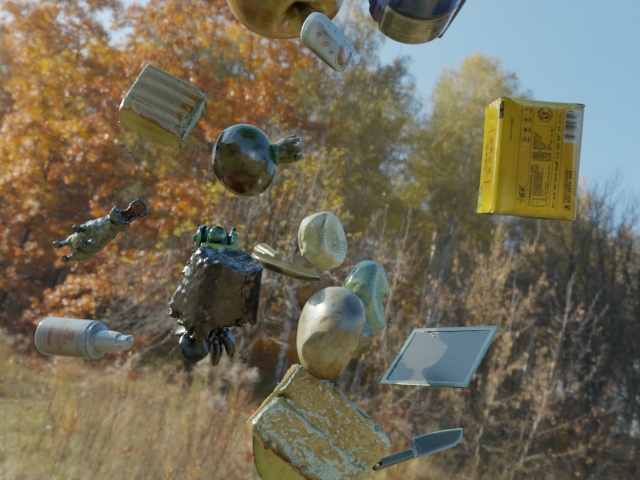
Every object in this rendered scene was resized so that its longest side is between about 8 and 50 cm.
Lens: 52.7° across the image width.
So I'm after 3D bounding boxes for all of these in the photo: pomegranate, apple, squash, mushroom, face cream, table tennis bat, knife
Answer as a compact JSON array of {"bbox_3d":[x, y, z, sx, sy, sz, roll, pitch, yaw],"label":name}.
[{"bbox_3d":[-0.224,-0.295,2.180,0.242,0.306,0.242,48,-9,10],"label":"pomegranate"},{"bbox_3d":[-0.125,-0.852,2.097,0.392,0.346,0.391,-19,-19,-7],"label":"apple"},{"bbox_3d":[-0.122,0.725,2.266,0.234,0.210,0.309,7,-33,16],"label":"squash"},{"bbox_3d":[0.031,0.238,1.669,0.184,0.254,0.255,4,-9,-16],"label":"mushroom"},{"bbox_3d":[0.262,-0.690,1.753,0.249,0.249,0.225,15,-19,-3],"label":"face cream"},{"bbox_3d":[-0.117,0.060,1.820,0.198,0.050,0.321,17,4,-26],"label":"table tennis bat"},{"bbox_3d":[0.300,0.627,1.966,0.343,0.061,0.027,-8,-34,-25],"label":"knife"},{"bbox_3d":[-0.594,0.252,1.648,0.252,0.101,0.101,2,-15,18],"label":"face cream"}]

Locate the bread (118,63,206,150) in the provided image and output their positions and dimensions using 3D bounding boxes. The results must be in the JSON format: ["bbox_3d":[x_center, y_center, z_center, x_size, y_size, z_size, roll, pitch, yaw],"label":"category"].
[{"bbox_3d":[-0.540,-0.453,2.235,0.246,0.239,0.111,24,-34,-8],"label":"bread"}]

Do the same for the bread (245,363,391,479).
[{"bbox_3d":[-0.009,0.575,1.946,0.371,0.279,0.390,38,-12,3],"label":"bread"}]

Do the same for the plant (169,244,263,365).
[{"bbox_3d":[-0.256,0.159,1.598,0.188,0.276,0.199,12,12,-44],"label":"plant"}]

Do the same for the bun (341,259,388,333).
[{"bbox_3d":[0.118,0.163,1.831,0.127,0.203,0.212,-3,23,20],"label":"bun"}]

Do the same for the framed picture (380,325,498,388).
[{"bbox_3d":[0.330,0.324,1.797,0.296,0.232,0.019,-10,-60,47],"label":"framed picture"}]

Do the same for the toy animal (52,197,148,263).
[{"bbox_3d":[-0.744,-0.029,2.183,0.343,0.106,0.168,-29,-4,21],"label":"toy animal"}]

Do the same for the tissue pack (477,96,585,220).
[{"bbox_3d":[0.691,-0.260,2.133,0.293,0.381,0.228,4,0,-2],"label":"tissue pack"}]

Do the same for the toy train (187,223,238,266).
[{"bbox_3d":[-0.376,0.104,2.220,0.150,0.237,0.369,5,-30,-15],"label":"toy train"}]

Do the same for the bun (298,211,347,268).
[{"bbox_3d":[0.000,0.000,2.500,0.145,0.229,0.229,-13,-25,28],"label":"bun"}]

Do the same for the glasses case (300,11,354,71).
[{"bbox_3d":[0.017,-0.404,1.327,0.045,0.067,0.178,30,5,28],"label":"glasses case"}]

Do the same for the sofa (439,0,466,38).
[{"bbox_3d":[0.335,-0.746,2.020,0.258,0.200,0.182,4,41,-45],"label":"sofa"}]
